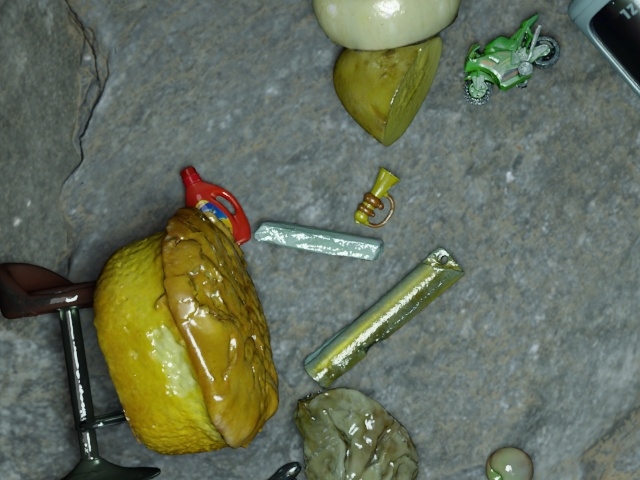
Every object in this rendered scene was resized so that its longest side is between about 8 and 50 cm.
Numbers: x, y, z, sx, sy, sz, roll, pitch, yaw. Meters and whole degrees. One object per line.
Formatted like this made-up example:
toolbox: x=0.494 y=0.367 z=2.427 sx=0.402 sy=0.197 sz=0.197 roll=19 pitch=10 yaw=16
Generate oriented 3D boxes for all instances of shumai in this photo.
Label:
shumai: x=0.060 y=0.362 z=1.658 sx=0.183 sy=0.185 sz=0.218 roll=-26 pitch=100 yaw=8

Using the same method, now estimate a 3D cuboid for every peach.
peach: x=0.327 y=0.395 z=1.718 sx=0.083 sy=0.083 sz=0.083 roll=0 pitch=87 yaw=2

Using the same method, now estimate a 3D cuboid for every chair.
chair: x=-0.411 y=0.216 z=1.673 sx=0.226 sy=0.226 sz=0.401 roll=-11 pitch=87 yaw=1

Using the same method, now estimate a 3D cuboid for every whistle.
whistle: x=0.102 y=-0.071 z=1.771 sx=0.046 sy=0.057 sz=0.109 roll=37 pitch=100 yaw=47
whistle: x=0.110 y=0.136 z=1.744 sx=0.326 sy=0.057 sz=0.068 roll=-40 pitch=88 yaw=-1

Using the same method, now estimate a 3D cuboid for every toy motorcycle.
toy motorcycle: x=0.324 y=-0.317 z=1.759 sx=0.190 sy=0.074 sz=0.106 roll=-29 pitch=78 yaw=0

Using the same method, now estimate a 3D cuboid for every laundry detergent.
laundry detergent: x=-0.194 y=-0.058 z=1.766 sx=0.097 sy=0.049 sz=0.165 roll=-27 pitch=86 yaw=-7

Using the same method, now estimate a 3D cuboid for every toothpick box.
toothpick box: x=0.618 y=-0.336 z=1.675 sx=0.263 sy=0.263 sz=0.355 roll=-39 pitch=88 yaw=0

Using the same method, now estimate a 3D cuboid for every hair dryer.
hair dryer: x=-0.052 y=0.437 z=1.754 sx=0.079 sy=0.031 sz=0.083 roll=-36 pitch=95 yaw=10

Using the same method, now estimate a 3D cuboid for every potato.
potato: x=0.097 y=-0.280 z=1.719 sx=0.158 sy=0.178 sz=0.204 roll=24 pitch=101 yaw=18

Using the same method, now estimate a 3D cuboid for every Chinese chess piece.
Chinese chess piece: x=0.112 y=-0.420 z=1.681 sx=0.257 sy=0.257 sz=0.104 roll=-15 pitch=129 yaw=1

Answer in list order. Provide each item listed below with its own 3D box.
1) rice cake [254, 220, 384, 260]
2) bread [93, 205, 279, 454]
rice cake: x=0.000 y=0.000 z=1.742 sx=0.226 sy=0.085 sz=0.040 roll=10 pitch=95 yaw=2
bread: x=-0.202 y=0.146 z=1.603 sx=0.215 sy=0.398 sz=0.398 roll=-19 pitch=87 yaw=9
